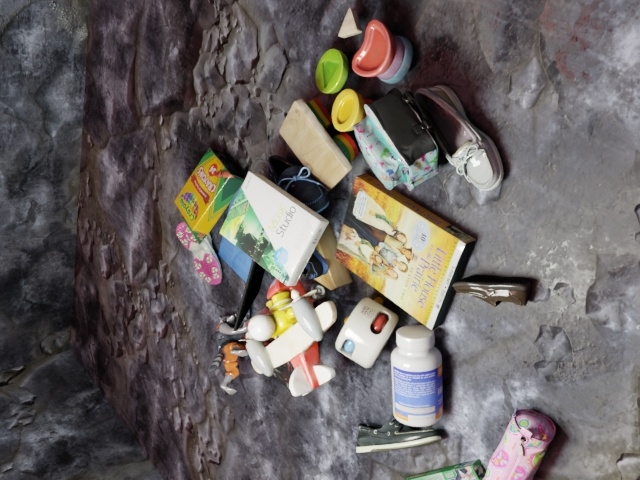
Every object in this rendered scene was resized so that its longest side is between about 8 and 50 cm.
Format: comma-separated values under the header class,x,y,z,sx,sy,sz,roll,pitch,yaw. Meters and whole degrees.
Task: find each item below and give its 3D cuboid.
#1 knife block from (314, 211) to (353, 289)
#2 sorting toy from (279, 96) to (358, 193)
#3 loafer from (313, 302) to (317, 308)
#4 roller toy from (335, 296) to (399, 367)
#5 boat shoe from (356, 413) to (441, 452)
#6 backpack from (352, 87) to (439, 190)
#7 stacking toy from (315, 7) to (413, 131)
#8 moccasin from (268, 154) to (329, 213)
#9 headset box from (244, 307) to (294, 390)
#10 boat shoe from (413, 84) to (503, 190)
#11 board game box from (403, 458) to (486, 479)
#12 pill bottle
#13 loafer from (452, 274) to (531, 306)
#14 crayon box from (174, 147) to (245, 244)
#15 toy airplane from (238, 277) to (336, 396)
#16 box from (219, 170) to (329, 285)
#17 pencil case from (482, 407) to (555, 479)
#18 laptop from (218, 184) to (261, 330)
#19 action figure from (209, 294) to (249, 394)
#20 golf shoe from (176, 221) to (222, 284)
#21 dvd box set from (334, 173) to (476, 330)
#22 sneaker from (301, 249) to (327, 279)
class,x,y,z,sx,sy,sz,roll,pitch,yaw
knife block,0.000,0.000,2.062,0.275,0.088,0.242,32,124,36
sorting toy,0.004,-0.299,1.905,0.255,0.089,0.257,54,162,0
loafer,-0.039,0.281,2.210,0.062,0.061,0.170,-14,92,47
roller toy,0.140,0.278,1.908,0.146,0.191,0.209,31,96,11
boat shoe,0.239,0.611,1.985,0.340,0.127,0.113,-31,56,49
backpack,0.211,-0.248,1.640,0.191,0.253,0.225,-34,70,9
stacking toy,0.130,-0.487,1.789,0.309,0.130,0.280,-57,45,32
moccasin,-0.097,-0.183,2.012,0.342,0.137,0.117,34,151,50
headset box,-0.154,0.403,2.289,0.293,0.110,0.218,33,145,35
boat shoe,0.352,-0.264,1.602,0.118,0.103,0.320,-40,73,45
board game box,0.414,0.811,1.913,0.317,0.046,0.214,-37,76,45
pill bottle,0.286,0.397,1.841,0.152,0.152,0.272,11,110,44
loafer,0.449,0.140,1.642,0.220,0.080,0.078,1,104,45
crayon box,-0.441,-0.168,2.368,0.319,0.081,0.202,-54,50,15
toy airplane,-0.105,0.310,1.974,0.384,0.272,0.386,31,107,57
box,-0.152,-0.041,1.926,0.322,0.058,0.232,35,106,29
pencil case,0.530,0.587,1.670,0.124,0.124,0.284,35,126,34
laptop,-0.314,0.043,2.306,0.236,0.408,0.382,20,122,3
action figure,-0.359,0.385,2.451,0.330,0.178,0.341,-116,27,-61
golf shoe,-0.476,0.036,2.568,0.115,0.140,0.306,-13,113,23
dvd box set,0.233,0.028,1.848,0.420,0.062,0.308,37,127,33
sneaker,-0.078,0.039,2.024,0.232,0.090,0.081,42,129,29
